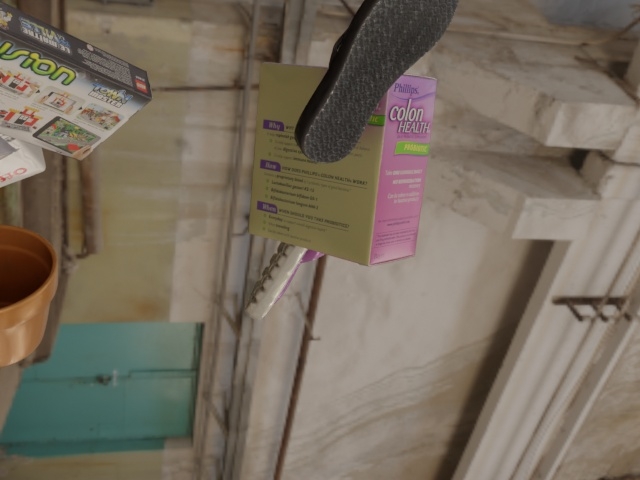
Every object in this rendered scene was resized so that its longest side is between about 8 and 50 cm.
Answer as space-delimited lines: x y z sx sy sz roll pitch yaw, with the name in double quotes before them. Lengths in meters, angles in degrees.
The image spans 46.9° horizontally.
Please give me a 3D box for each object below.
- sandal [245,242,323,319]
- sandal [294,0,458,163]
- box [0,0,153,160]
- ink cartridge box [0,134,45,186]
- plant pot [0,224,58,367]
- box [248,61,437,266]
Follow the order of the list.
"sandal" 0.002 -0.007 1.376 0.416 0.102 0.169 -52 -169 24
"sandal" 0.048 -0.198 0.788 0.254 0.097 0.054 -51 -136 24
"box" -0.262 -0.140 0.635 0.114 0.207 0.036 -32 -120 27
"ink cartridge box" -0.442 -0.135 0.823 0.237 0.172 0.100 79 -10 -71
"plant pot" -0.699 0.130 1.556 0.290 0.291 0.203 -107 -160 -49
"box" 0.025 -0.110 1.002 0.214 0.117 0.242 14 -75 37
